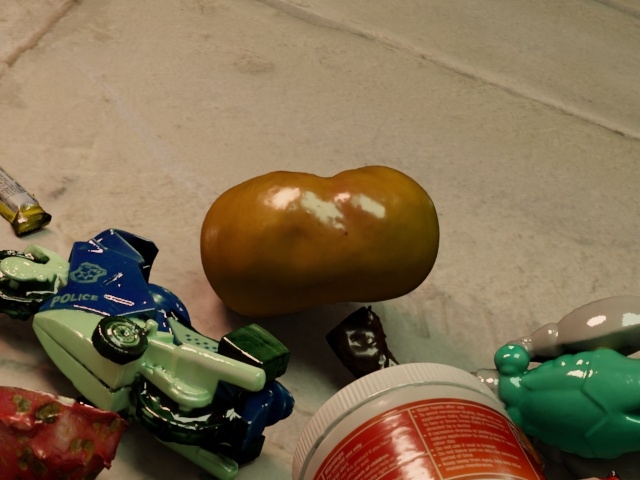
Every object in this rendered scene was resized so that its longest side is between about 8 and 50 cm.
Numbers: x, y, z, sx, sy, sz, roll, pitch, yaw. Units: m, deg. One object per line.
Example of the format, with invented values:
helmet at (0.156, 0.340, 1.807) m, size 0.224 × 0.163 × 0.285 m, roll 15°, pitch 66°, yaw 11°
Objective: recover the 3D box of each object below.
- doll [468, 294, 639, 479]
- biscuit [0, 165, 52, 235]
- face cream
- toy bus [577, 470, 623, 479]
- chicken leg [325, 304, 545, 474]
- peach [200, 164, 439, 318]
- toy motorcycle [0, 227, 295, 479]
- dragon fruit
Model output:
doll at (0.257, 0.140, 1.727) m, size 0.258 × 0.195 × 0.153 m, roll 25°, pitch 20°, yaw 10°
biscuit at (-0.388, -0.097, 1.877) m, size 0.048 × 0.026 × 0.292 m, roll -17°, pitch 46°, yaw -42°
face cream at (0.093, 0.234, 1.453) m, size 0.201 × 0.201 × 0.187 m, roll 8°, pitch 29°, yaw -22°
toy bus at (0.267, 0.340, 1.478) m, size 0.147 × 0.128 × 0.303 m, roll 0°, pitch 37°, yaw -23°
chicken leg at (0.099, 0.167, 1.682) m, size 0.093 × 0.113 × 0.304 m, roll -19°, pitch 40°, yaw -31°
peach at (0.000, 0.000, 1.779) m, size 0.251 × 0.153 × 0.251 m, roll -4°, pitch 5°, yaw 0°
toy motorcycle at (-0.172, 0.088, 1.624) m, size 0.331 × 0.125 × 0.196 m, roll 32°, pitch 32°, yaw 26°
dragon fruit at (-0.244, 0.185, 1.446) m, size 0.153 × 0.153 × 0.111 m, roll 15°, pitch 71°, yaw -11°
